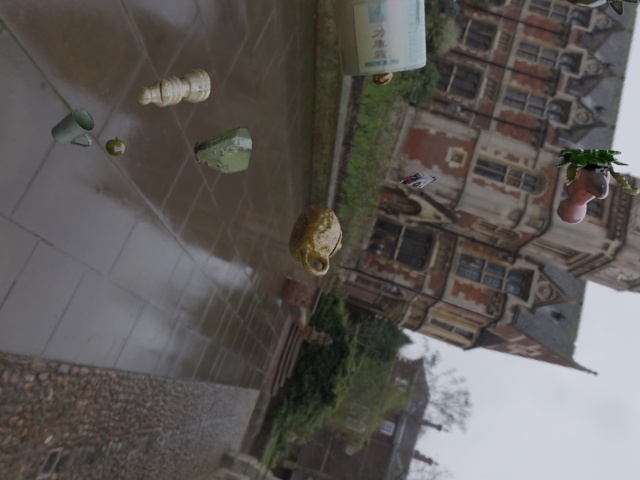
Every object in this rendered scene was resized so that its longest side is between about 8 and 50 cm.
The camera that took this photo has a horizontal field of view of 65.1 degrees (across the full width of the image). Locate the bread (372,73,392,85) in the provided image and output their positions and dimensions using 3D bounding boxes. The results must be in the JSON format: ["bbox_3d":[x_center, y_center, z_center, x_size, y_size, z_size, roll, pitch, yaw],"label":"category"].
[{"bbox_3d":[0.249,-0.663,2.013,0.046,0.080,0.083,60,24,-59],"label":"bread"}]

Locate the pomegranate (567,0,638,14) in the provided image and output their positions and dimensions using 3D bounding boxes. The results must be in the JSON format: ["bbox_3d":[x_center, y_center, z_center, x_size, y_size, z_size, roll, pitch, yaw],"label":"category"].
[{"bbox_3d":[0.737,-0.687,1.313,0.182,0.181,0.224,104,-29,-53],"label":"pomegranate"}]

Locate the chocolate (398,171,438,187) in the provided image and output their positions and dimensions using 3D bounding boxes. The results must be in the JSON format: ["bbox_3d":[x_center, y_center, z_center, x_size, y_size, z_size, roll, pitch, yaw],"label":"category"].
[{"bbox_3d":[0.357,-0.217,1.820,0.086,0.028,0.182,-30,157,33],"label":"chocolate"}]

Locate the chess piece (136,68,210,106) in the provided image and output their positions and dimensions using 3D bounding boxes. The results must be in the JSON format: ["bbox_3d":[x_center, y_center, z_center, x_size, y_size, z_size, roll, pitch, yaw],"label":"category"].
[{"bbox_3d":[-0.577,-0.576,1.940,0.307,0.138,0.124,-34,116,-47],"label":"chess piece"}]

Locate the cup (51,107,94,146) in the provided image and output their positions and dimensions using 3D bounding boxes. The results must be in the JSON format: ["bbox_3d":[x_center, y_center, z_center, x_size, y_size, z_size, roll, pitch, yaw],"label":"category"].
[{"bbox_3d":[-0.546,-0.245,1.120,0.075,0.083,0.055,47,32,-36],"label":"cup"}]

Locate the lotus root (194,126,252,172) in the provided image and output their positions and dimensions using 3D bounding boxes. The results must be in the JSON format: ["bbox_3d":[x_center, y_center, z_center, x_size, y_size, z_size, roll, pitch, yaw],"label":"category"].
[{"bbox_3d":[-0.248,-0.219,1.289,0.143,0.144,0.070,112,-37,-71],"label":"lotus root"}]

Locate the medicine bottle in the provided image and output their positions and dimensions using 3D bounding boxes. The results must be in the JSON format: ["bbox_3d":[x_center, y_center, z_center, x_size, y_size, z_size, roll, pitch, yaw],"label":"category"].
[{"bbox_3d":[0.146,-0.645,1.277,0.236,0.235,0.407,-63,149,-62],"label":"medicine bottle"}]

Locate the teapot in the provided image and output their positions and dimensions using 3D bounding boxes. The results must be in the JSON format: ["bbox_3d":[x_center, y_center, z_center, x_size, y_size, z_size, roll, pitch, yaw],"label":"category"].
[{"bbox_3d":[0.000,0.000,1.694,0.203,0.167,0.311,-49,-154,37],"label":"teapot"}]

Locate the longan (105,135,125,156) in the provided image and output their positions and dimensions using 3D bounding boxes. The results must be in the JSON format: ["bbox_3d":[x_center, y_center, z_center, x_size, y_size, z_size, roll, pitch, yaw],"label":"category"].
[{"bbox_3d":[-0.823,-0.379,2.012,0.075,0.075,0.083,89,0,-79],"label":"longan"}]

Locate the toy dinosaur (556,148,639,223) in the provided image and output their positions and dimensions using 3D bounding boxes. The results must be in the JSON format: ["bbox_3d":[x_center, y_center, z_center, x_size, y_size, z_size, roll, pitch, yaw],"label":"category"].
[{"bbox_3d":[0.606,-0.123,1.170,0.194,0.152,0.177,-152,-118,-76],"label":"toy dinosaur"}]
